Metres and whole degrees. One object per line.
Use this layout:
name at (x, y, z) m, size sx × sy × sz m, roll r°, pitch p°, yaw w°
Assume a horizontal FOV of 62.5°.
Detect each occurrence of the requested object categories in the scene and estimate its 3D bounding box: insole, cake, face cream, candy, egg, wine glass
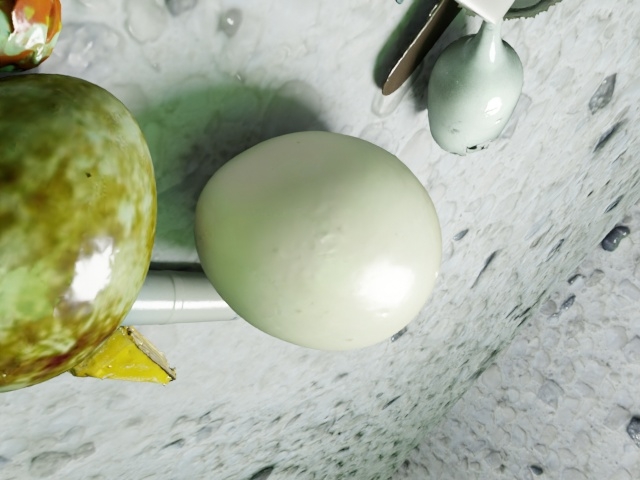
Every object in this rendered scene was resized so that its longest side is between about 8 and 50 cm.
insole at (0.185, -0.329, 0.701) m, size 0.328 × 0.007 × 0.111 m, roll -52°, pitch 164°, yaw 22°
cake at (-0.275, 0.155, 0.787) m, size 0.184 × 0.080 × 0.116 m, roll 22°, pitch 115°, yaw -43°
face cream at (-0.221, 0.080, 0.745) m, size 0.250 × 0.077 × 0.077 m, roll 6°, pitch 126°, yaw -47°
candy at (-0.208, -0.258, 0.378) m, size 0.084 × 0.078 × 0.288 m, roll -13°, pitch 137°, yaw -60°
egg at (-0.265, -0.009, 0.458) m, size 0.238 × 0.238 × 0.290 m, roll 19°, pitch 106°, yaw -52°
egg at (0.000, 0.000, 0.688) m, size 0.345 × 0.283 × 0.283 m, roll 11°, pitch 122°, yaw -47°
wine glass at (0.211, -0.240, 0.702) m, size 0.143 × 0.143 × 0.321 m, roll -36°, pitch 161°, yaw -7°

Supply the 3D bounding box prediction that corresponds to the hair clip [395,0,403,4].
hair clip at (0.145, -0.364, 0.620) m, size 0.229 × 0.070 × 0.039 m, roll -43°, pitch 144°, yaw -9°

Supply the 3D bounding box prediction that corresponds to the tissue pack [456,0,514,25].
tissue pack at (0.070, -0.307, 0.428) m, size 0.159 × 0.246 × 0.136 m, roll 1°, pitch 130°, yaw -46°
